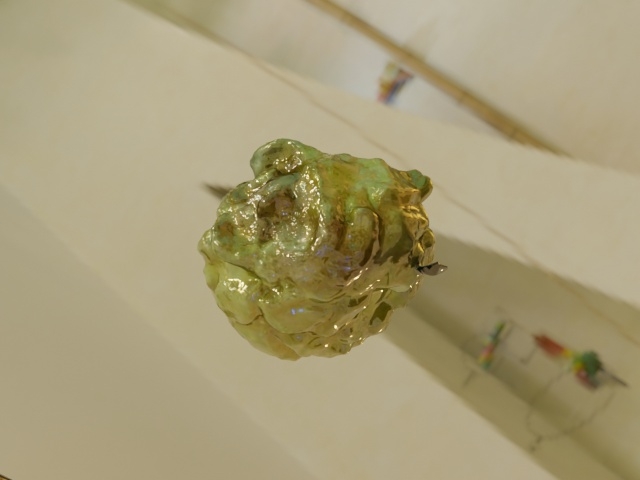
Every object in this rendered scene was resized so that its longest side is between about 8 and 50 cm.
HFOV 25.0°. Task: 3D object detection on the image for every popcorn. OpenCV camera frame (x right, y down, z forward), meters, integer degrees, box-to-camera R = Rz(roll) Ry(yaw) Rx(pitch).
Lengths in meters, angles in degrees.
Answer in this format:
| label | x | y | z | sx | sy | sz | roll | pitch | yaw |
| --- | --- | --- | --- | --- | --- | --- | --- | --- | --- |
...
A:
| label | x | y | z | sx | sy | sz | roll | pitch | yaw |
| --- | --- | --- | --- | --- | --- | --- | --- | --- | --- |
| popcorn | 0.006 | 0.007 | 1.019 | 0.173 | 0.173 | 0.142 | 22 | -163 | -32 |

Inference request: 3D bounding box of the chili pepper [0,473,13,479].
| label | x | y | z | sx | sy | sz | roll | pitch | yaw |
| --- | --- | --- | --- | --- | --- | --- | --- | --- | --- |
| chili pepper | -0.357 | 0.185 | 1.254 | 0.338 | 0.131 | 0.134 | 13 | -166 | -28 |
